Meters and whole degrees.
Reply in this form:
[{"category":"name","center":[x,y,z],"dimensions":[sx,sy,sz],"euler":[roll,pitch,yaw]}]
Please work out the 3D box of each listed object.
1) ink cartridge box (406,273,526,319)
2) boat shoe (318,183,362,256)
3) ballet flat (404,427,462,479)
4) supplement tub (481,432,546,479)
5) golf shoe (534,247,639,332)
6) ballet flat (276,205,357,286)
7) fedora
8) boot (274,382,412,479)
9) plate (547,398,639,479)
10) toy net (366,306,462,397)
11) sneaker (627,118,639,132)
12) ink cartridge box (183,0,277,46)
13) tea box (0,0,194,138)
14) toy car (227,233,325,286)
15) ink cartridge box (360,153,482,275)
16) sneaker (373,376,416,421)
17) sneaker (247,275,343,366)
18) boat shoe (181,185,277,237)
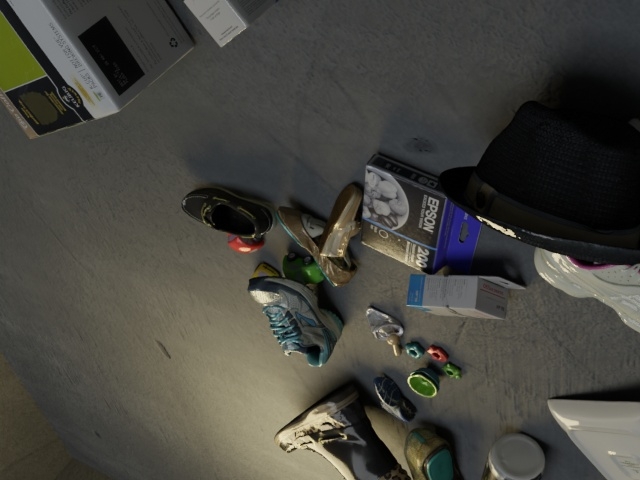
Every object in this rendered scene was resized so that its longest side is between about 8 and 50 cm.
[{"category":"ink cartridge box","center":[0.254,0.099,1.464],"dimensions":[0.180,0.060,0.104],"euler":[-1,166,43]},{"category":"boat shoe","center":[0.049,-0.033,1.545],"dimensions":[0.059,0.063,0.170],"euler":[14,134,-14]},{"category":"ballet flat","center":[0.268,0.565,1.991],"dimensions":[0.123,0.123,0.348],"euler":[13,139,32]},{"category":"supplement tub","center":[0.404,0.502,1.777],"dimensions":[0.117,0.117,0.190],"euler":[24,143,20]},{"category":"golf shoe","center":[0.455,0.054,1.203],"dimensions":[0.306,0.115,0.140],"euler":[22,162,20]},{"category":"ballet flat","center":[0.000,0.000,1.632],"dimensions":[0.067,0.073,0.206],"euler":[-32,111,25]},{"category":"fedora","center":[0.318,-0.093,1.089],"dimensions":[0.334,0.334,0.152],"euler":[22,111,23]},{"category":"boot","center":[0.050,0.531,2.059],"dimensions":[0.284,0.138,0.377],"euler":[54,139,9]},{"category":"plate","center":[0.576,0.398,1.523],"dimensions":[0.278,0.045,0.277],"euler":[47,155,-11]},{"category":"toy net","center":[0.179,0.226,1.730],"dimensions":[0.232,0.045,0.122],"euler":[45,145,-9]},{"category":"sneaker","center":[0.468,-0.117,1.085],"dimensions":[0.152,0.054,0.061],"euler":[40,114,15]},{"category":"ink cartridge box","center":[-0.148,-0.410,1.212],"dimensions":[0.203,0.148,0.086],"euler":[50,145,-15]},{"category":"tea box","center":[-0.461,-0.387,1.457],"dimensions":[0.324,0.220,0.329],"euler":[-4,127,43]},{"category":"toy car","center":[-0.094,0.056,1.775],"dimensions":[0.225,0.053,0.239],"euler":[11,137,34]},{"category":"ink cartridge box","center":[0.171,-0.032,1.446],"dimensions":[0.208,0.045,0.206],"euler":[23,143,18]},{"category":"sneaker","center":[0.155,0.363,1.903],"dimensions":[0.135,0.052,0.058],"euler":[52,147,-18]},{"category":"sneaker","center":[-0.052,0.171,1.746],"dimensions":[0.110,0.122,0.283],"euler":[-8,144,40]},{"category":"boat shoe","center":[-0.200,-0.058,1.709],"dimensions":[0.228,0.069,0.081],"euler":[12,114,29]}]
